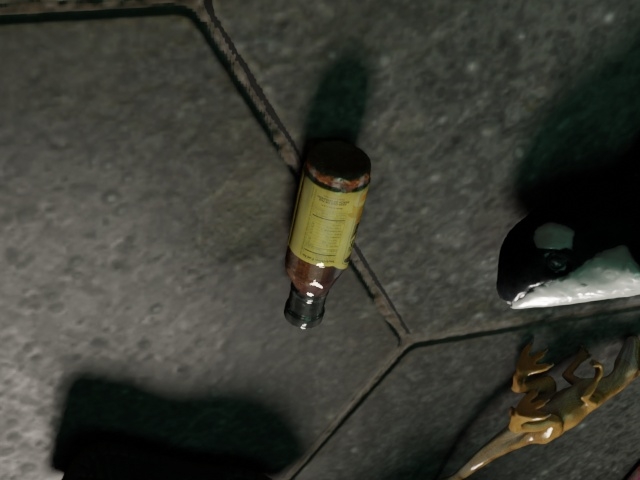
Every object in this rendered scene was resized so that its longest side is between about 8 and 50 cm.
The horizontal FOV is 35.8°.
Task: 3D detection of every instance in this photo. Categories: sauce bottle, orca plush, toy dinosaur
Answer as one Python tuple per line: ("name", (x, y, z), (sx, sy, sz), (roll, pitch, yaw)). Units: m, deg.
("sauce bottle", (0.000, 0.000, 0.608), (0.042, 0.042, 0.128), (-4, 134, -20))
("orca plush", (0.252, -0.032, 0.638), (0.287, 0.151, 0.102), (-9, 98, 19))
("toy dinosaur", (0.174, 0.146, 0.798), (0.211, 0.064, 0.112), (-31, 136, 7))

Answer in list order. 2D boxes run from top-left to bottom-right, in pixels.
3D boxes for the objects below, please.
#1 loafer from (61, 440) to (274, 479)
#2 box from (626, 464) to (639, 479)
("loafer", (-0.102, 0.207, 0.737), (0.220, 0.080, 0.078), (30, 136, -29))
("box", (0.455, 0.279, 0.983), (0.300, 0.142, 0.154), (8, 125, -29))
